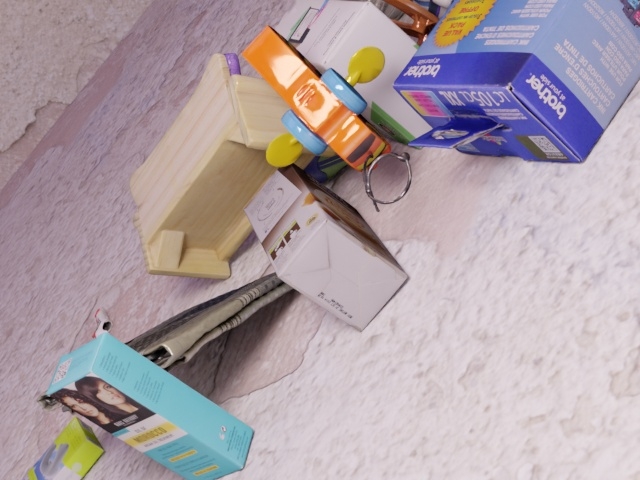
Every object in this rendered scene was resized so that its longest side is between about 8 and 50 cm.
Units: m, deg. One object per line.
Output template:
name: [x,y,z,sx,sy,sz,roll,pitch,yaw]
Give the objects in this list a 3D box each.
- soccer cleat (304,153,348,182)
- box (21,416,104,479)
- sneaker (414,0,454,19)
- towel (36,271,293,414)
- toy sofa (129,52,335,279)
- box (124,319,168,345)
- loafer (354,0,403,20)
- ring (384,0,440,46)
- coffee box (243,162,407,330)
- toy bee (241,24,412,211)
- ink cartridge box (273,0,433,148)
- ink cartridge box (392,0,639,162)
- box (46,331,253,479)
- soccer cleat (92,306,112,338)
soccer cleat: [-0.010,-0.166,1.869,0.121,0.093,0.289,-15,25,1]
box: [-0.416,0.369,1.799,0.178,0.042,0.109,-51,25,-5]
sneaker: [0.128,-0.424,1.671,0.130,0.236,0.323,-54,-6,10]
towel: [-0.198,0.143,1.608,0.312,0.056,0.324,-24,4,41]
toy sofa: [-0.142,-0.107,1.734,0.362,0.150,0.177,-48,49,41]
box: [-0.292,0.211,1.835,0.116,0.029,0.162,-28,33,36]
loafer: [0.013,-0.343,1.992,0.319,0.111,0.112,-46,69,7]
ring: [0.044,-0.361,1.747,0.032,0.337,0.336,-68,25,3]
coffee box: [0.000,0.000,1.518,0.098,0.141,0.246,-51,25,8]
toy bee: [0.018,-0.144,1.513,0.195,0.162,0.298,-24,72,17]
ink cartridge box: [0.053,-0.255,1.720,0.117,0.201,0.278,-54,25,-3]
ink cartridge box: [0.270,-0.246,1.427,0.395,0.151,0.270,-56,26,-10]
box: [-0.208,0.213,1.434,0.101,0.244,0.060,-28,35,39]
soccer cleat: [-0.390,0.149,2.087,0.036,0.029,0.083,-29,33,19]
